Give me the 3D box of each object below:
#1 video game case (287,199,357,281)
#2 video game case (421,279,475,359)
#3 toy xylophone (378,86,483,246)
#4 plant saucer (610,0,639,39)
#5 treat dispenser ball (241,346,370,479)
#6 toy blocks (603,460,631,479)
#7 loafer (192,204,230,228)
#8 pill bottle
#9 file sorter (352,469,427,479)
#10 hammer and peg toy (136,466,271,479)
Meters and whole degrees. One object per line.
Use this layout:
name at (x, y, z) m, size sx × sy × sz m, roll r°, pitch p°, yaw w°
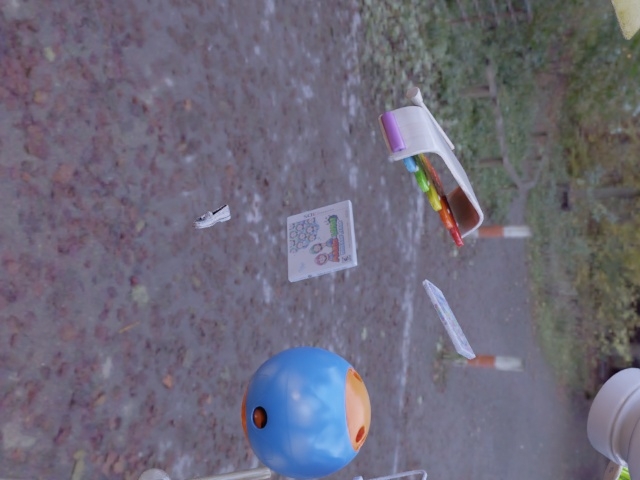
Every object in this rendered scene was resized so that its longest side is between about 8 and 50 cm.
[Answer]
video game case at (0.000, 0.000, 1.369) m, size 0.019 × 0.143 × 0.157 m, roll 54°, pitch 26°, yaw -51°
video game case at (0.198, 0.123, 1.039) m, size 0.087 × 0.011 × 0.122 m, roll 32°, pitch 29°, yaw -60°
toy xylophone at (0.216, -0.145, 1.285) m, size 0.322 × 0.081 × 0.236 m, roll 49°, pitch 23°, yaw -39°
plant saucer at (0.298, -0.436, 0.697) m, size 0.333 × 0.081 × 0.332 m, roll 28°, pitch 54°, yaw -53°
treat dispenser ball at (-0.032, 0.381, 1.500) m, size 0.288 × 0.288 × 0.287 m, roll 0°, pitch 90°, yaw -65°
toy blocks at (0.490, 0.401, 1.007) m, size 0.054 × 0.148 × 0.123 m, roll -48°, pitch 160°, yaw -55°
loafer at (-0.285, -0.063, 1.746) m, size 0.125 × 0.045 × 0.039 m, roll -23°, pitch 119°, yaw -50°
pill bottle at (0.311, 0.175, 0.526) m, size 0.112 × 0.187 × 0.111 m, roll -8°, pitch 108°, yaw -26°
file sorter at (0.163, 0.619, 1.317) m, size 0.277 × 0.173 × 0.193 m, roll 70°, pitch 19°, yaw -1°
hammer and peg toy at (-0.130, 0.476, 1.003) m, size 0.266 × 0.361 × 0.127 m, roll -14°, pitch 148°, yaw -31°
